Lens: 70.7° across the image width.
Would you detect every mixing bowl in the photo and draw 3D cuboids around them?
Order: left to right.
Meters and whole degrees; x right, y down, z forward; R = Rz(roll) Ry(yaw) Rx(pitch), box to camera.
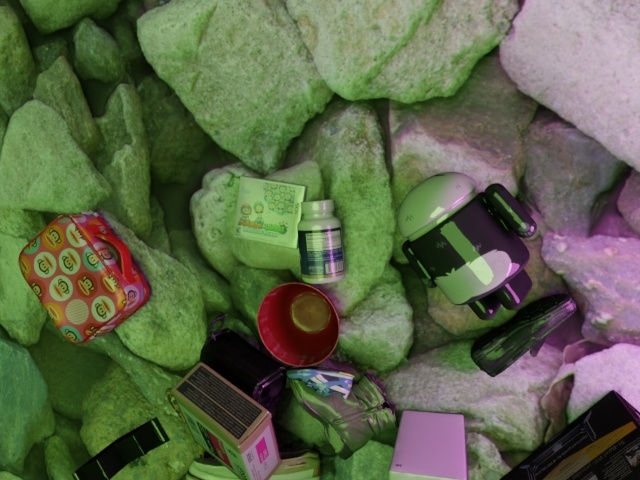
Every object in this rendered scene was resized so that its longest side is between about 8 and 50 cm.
[{"bbox_3d":[-0.035,0.169,0.980,0.182,0.098,0.181,2,98,17],"label":"mixing bowl"}]

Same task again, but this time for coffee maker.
[{"bbox_3d":[-0.172,0.279,0.980,0.178,0.120,0.171,23,140,31],"label":"coffee maker"}]

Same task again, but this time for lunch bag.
[{"bbox_3d":[-0.572,0.079,1.110,0.258,0.120,0.293,-36,86,17],"label":"lunch bag"}]

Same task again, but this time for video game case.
[{"bbox_3d":[-0.115,-0.063,1.013,0.158,0.019,0.143,11,100,15],"label":"video game case"}]

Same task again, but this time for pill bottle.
[{"bbox_3d":[0.000,0.000,0.949,0.094,0.094,0.169,-3,96,16],"label":"pill bottle"}]

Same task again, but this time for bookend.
[{"bbox_3d":[-0.497,0.542,1.133,0.157,0.156,0.072,-32,88,17],"label":"bookend"}]

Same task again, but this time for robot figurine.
[{"bbox_3d":[0.267,0.005,0.836,0.209,0.173,0.278,-37,87,7],"label":"robot figurine"}]

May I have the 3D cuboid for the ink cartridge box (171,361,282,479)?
[{"bbox_3d":[-0.188,0.386,0.926,0.193,0.088,0.234,26,139,28],"label":"ink cartridge box"}]

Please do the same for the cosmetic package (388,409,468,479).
[{"bbox_3d":[0.220,0.493,0.885,0.138,0.224,0.224,-4,97,17],"label":"cosmetic package"}]

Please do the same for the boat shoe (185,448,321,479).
[{"bbox_3d":[-0.148,0.520,1.039,0.303,0.113,0.103,11,78,-9],"label":"boat shoe"}]

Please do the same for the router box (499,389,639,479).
[{"bbox_3d":[0.468,0.438,0.798,0.081,0.243,0.308,42,107,7],"label":"router box"}]

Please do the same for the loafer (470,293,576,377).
[{"bbox_3d":[0.398,0.185,0.874,0.223,0.076,0.078,-43,90,22],"label":"loafer"}]

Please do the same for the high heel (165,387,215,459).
[{"bbox_3d":[-0.313,0.493,1.103,0.261,0.093,0.186,39,100,-1],"label":"high heel"}]

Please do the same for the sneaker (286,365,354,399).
[{"bbox_3d":[-0.003,0.298,0.948,0.145,0.053,0.059,9,83,1],"label":"sneaker"}]

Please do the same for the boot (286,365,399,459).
[{"bbox_3d":[0.050,0.342,1.003,0.161,0.083,0.246,-39,84,4],"label":"boot"}]
